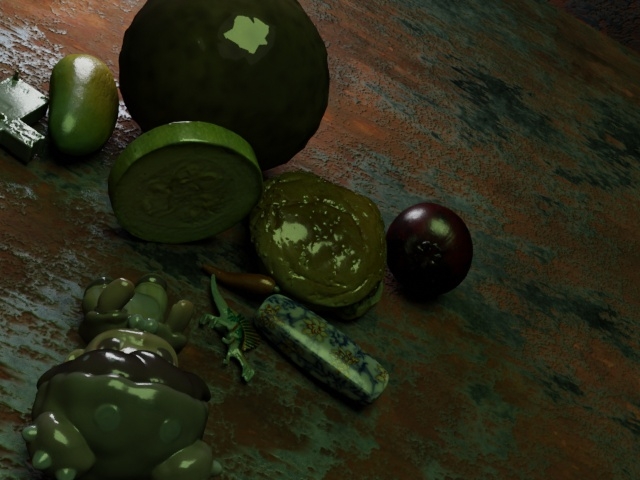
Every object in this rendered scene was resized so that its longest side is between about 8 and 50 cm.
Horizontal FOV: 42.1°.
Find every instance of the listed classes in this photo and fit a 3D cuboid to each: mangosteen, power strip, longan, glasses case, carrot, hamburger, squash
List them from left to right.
[{"bbox_3d":[-0.535,-0.195,1.404,0.145,0.061,0.216,34,41,2],"label":"power strip"},{"bbox_3d":[-0.222,-0.086,1.355,0.251,0.252,0.049,3,49,-31],"label":"squash"},{"bbox_3d":[-0.173,-0.303,1.534,0.390,0.391,0.391,18,43,-18],"label":"longan"},{"bbox_3d":[-0.136,0.067,1.414,0.142,0.035,0.035,13,40,8],"label":"carrot"},{"bbox_3d":[0.000,0.180,1.380,0.248,0.065,0.087,37,35,8],"label":"glasses case"},{"bbox_3d":[0.001,-0.001,1.509,0.284,0.134,0.266,16,41,-17],"label":"hamburger"},{"bbox_3d":[0.209,0.012,1.619,0.199,0.200,0.200,18,43,-18],"label":"mangosteen"}]

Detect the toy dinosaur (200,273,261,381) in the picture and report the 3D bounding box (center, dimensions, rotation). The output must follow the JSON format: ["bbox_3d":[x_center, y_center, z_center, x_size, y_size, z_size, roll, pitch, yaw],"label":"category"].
[{"bbox_3d":[-0.141,0.141,1.355,0.106,0.044,0.187,31,26,-23],"label":"toy dinosaur"}]

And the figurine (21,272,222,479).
[{"bbox_3d":[-0.267,0.184,1.122,0.248,0.203,0.381,20,30,-25],"label":"figurine"}]

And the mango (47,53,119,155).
[{"bbox_3d":[-0.423,-0.237,1.486,0.137,0.091,0.238,32,42,-44],"label":"mango"}]
